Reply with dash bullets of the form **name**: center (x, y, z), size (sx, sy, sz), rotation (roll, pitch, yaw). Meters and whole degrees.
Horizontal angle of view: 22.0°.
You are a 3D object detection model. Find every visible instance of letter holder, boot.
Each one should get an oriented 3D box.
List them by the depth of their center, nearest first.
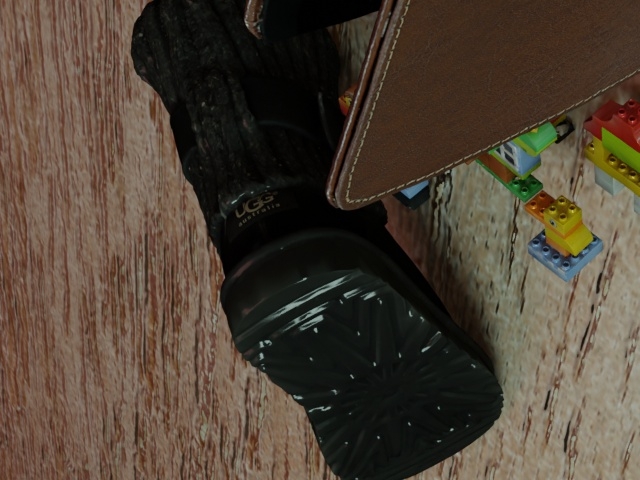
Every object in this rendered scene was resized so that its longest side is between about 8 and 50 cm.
- **letter holder**: center (0.089, -0.171, 0.732), size (0.152, 0.301, 0.214), rotation (46, 145, 25)
- **boot**: center (0.003, -0.002, 1.126), size (0.260, 0.131, 0.348), rotation (67, -175, 35)

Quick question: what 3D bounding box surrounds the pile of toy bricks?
- **pile of toy bricks**: center (0.098, -0.074, 0.951), size (0.212, 0.118, 0.105), rotation (40, 161, 31)
